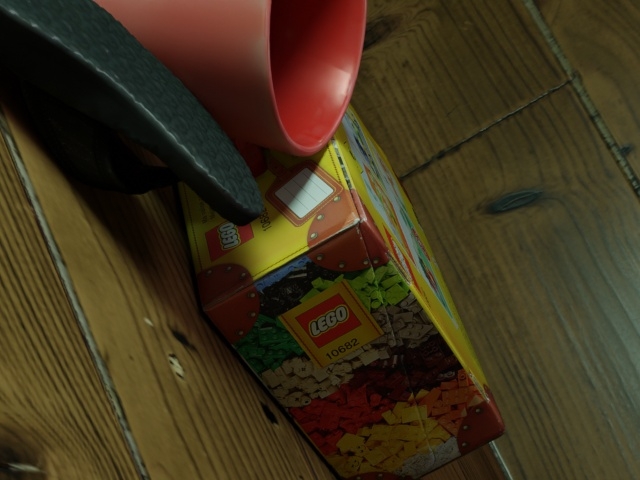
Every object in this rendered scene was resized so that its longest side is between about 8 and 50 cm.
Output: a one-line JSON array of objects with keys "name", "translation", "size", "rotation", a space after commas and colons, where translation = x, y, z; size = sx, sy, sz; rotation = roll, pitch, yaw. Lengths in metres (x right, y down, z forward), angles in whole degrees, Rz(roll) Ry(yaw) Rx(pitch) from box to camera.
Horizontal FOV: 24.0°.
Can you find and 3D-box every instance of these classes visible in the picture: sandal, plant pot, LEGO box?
[{"name": "sandal", "translation": [-0.225, -0.141, 1.337], "size": [0.446, 0.107, 0.167], "rotation": [38, 22, -36]}, {"name": "plant pot", "translation": [-0.110, -0.234, 1.547], "size": [0.275, 0.243, 0.275], "rotation": [8, 90, -70]}, {"name": "LEGO box", "translation": [0.000, 0.000, 1.783], "size": [0.372, 0.193, 0.500], "rotation": [54, 11, -36]}]
